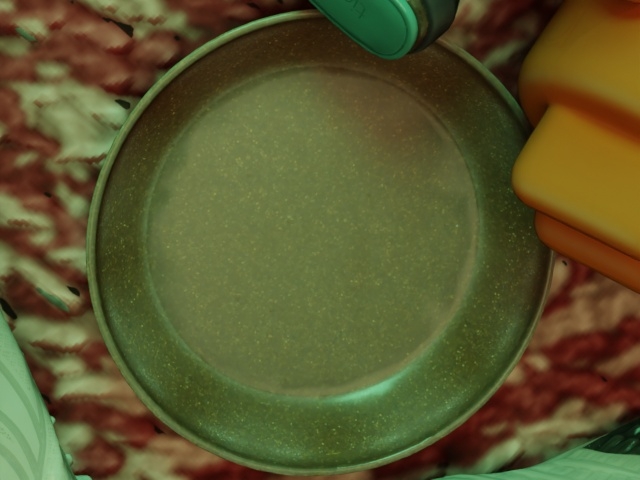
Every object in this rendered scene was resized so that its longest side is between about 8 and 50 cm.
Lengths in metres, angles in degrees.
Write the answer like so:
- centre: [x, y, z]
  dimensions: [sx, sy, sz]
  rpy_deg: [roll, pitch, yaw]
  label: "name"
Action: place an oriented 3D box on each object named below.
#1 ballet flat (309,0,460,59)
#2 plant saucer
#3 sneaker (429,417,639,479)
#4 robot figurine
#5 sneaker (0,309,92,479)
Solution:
- centre: [-0.024, -0.153, 0.660]
  dimensions: [0.203, 0.074, 0.074]
  rpy_deg: [38, 93, -2]
  label: "ballet flat"
- centre: [0.000, 0.000, 0.715]
  dimensions: [0.199, 0.036, 0.198]
  rpy_deg: [-3, 104, -11]
  label: "plant saucer"
- centre: [0.133, 0.135, 0.758]
  dimensions: [0.237, 0.085, 0.086]
  rpy_deg: [-8, 130, -13]
  label: "sneaker"
- centre: [0.164, -0.085, 0.669]
  dimensions: [0.158, 0.128, 0.219]
  rpy_deg: [39, 79, -22]
  label: "robot figurine"
- centre: [-0.144, 0.102, 0.685]
  dimensions: [0.118, 0.110, 0.292]
  rpy_deg: [-12, 93, -49]
  label: "sneaker"
